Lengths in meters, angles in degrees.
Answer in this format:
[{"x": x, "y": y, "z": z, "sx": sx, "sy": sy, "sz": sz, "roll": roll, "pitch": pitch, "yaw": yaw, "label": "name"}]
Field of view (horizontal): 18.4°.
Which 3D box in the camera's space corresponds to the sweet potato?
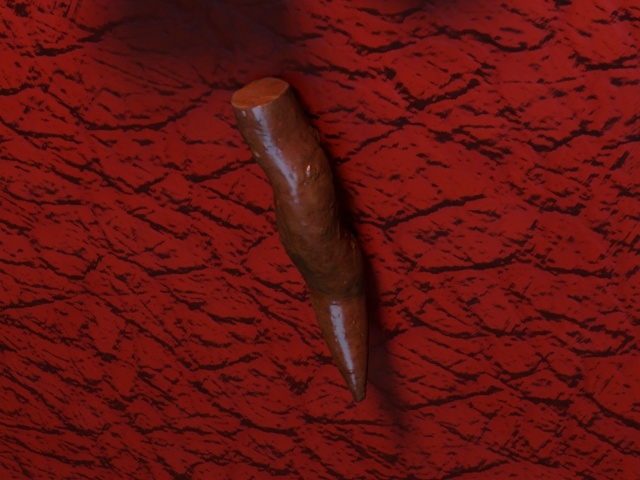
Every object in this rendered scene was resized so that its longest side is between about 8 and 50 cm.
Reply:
[{"x": 0.000, "y": 0.000, "z": 1.586, "sx": 0.059, "sy": 0.067, "sz": 0.281, "roll": -26, "pitch": 122, "yaw": -8, "label": "sweet potato"}]
